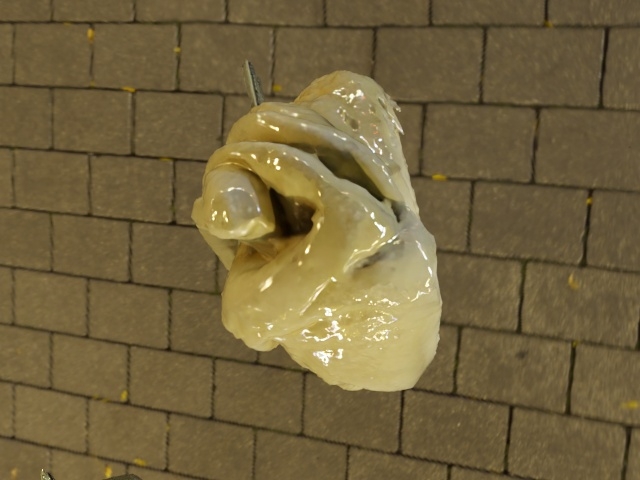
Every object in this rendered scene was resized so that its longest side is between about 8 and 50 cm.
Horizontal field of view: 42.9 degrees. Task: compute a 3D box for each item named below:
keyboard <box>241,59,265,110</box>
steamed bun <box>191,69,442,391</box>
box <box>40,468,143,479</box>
[{"bbox_3d":[-0.082,-0.180,1.099,0.015,0.049,0.129,-20,63,13],"label":"keyboard"},{"bbox_3d":[-0.001,-0.002,0.848,0.230,0.372,0.325,-15,118,4],"label":"steamed bun"},{"bbox_3d":[-0.145,0.305,0.555,0.290,0.166,0.221,23,123,52],"label":"box"}]
